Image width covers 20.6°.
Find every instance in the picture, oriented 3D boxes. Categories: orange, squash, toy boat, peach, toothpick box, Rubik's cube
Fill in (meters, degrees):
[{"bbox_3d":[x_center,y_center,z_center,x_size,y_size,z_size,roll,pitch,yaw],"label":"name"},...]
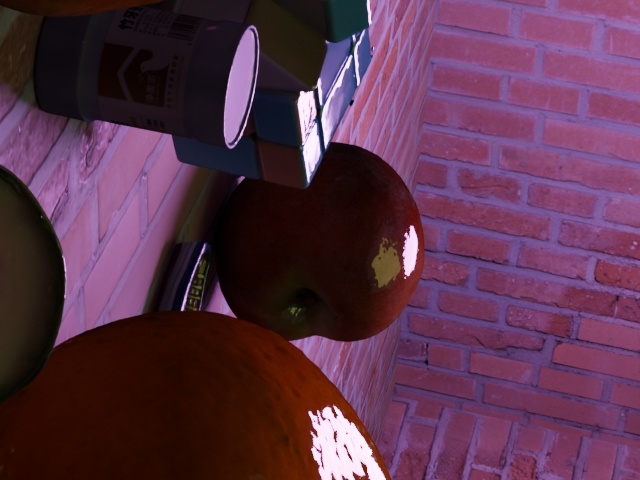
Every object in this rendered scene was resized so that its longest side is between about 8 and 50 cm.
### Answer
[{"bbox_3d":[-0.119,0.262,1.363,0.424,0.326,0.424,43,38,-46],"label":"orange"},{"bbox_3d":[-0.226,0.014,1.025,0.123,0.170,0.170,-91,-171,-75],"label":"squash"},{"bbox_3d":[-0.159,0.110,1.869,0.080,0.046,0.228,73,30,-73],"label":"toy boat"},{"bbox_3d":[0.000,0.000,2.082,0.252,0.252,0.252,11,90,-81],"label":"peach"},{"bbox_3d":[-0.134,-0.134,1.381,0.101,0.153,0.101,11,90,-80],"label":"toothpick box"},{"bbox_3d":[-0.059,-0.198,1.577,0.213,0.224,0.265,81,26,-49],"label":"Rubik's cube"}]

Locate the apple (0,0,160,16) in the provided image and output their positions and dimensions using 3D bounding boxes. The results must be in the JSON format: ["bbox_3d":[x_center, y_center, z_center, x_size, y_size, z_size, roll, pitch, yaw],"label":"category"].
[{"bbox_3d":[-0.129,-0.248,0.950,0.309,0.277,0.250,7,108,-56],"label":"apple"}]
